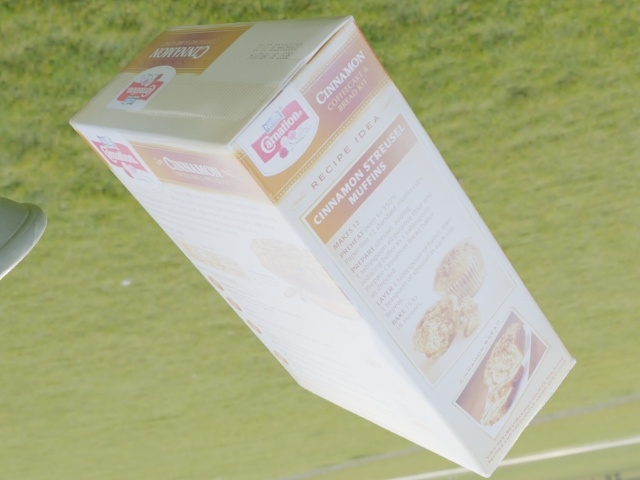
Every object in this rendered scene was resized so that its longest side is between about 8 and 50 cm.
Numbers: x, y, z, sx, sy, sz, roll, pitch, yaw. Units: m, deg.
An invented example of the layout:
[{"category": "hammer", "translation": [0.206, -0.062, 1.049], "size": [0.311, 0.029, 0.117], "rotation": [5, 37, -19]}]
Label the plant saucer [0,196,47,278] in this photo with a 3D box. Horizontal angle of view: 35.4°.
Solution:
[{"category": "plant saucer", "translation": [-0.505, 0.040, 1.122], "size": [0.400, 0.101, 0.400], "rotation": [-24, -160, 9]}]

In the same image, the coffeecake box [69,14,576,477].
[{"category": "coffeecake box", "translation": [0.000, 0.000, 0.425], "size": [0.142, 0.068, 0.185], "rotation": [15, 149, 54]}]
